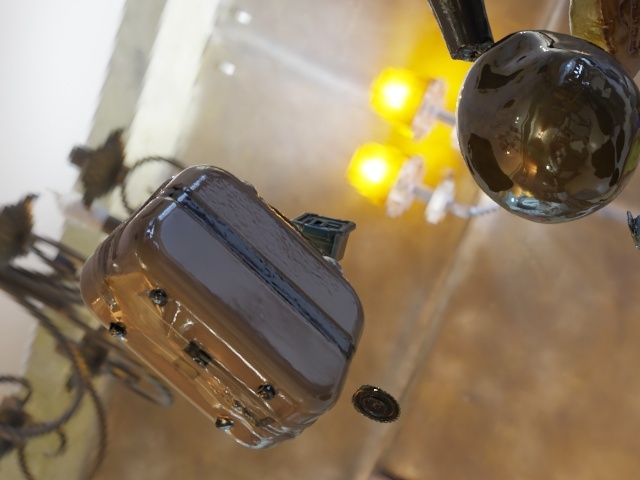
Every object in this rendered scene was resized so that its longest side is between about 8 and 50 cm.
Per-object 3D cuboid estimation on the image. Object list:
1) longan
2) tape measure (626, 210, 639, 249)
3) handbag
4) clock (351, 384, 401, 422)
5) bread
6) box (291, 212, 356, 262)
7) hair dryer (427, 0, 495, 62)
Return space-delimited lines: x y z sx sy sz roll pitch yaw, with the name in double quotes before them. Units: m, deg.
"longan" 0.233 -0.114 1.445 0.198 0.212 0.198 -2 -87 -33
"tape measure" 0.452 -0.006 1.275 0.084 0.330 0.164 -74 -35 -61
"handbag" -0.089 0.052 1.612 0.149 0.302 0.283 -41 11 38
"clock" 0.091 0.265 2.323 0.074 0.083 0.010 -52 7 40
"bread" 0.356 -0.282 1.726 0.125 0.086 0.156 54 -124 -31
"box" 0.000 0.000 1.874 0.099 0.074 0.054 -33 -44 -75
"hair dryer" 0.243 -0.411 1.731 0.360 0.303 0.120 -25 -16 26
